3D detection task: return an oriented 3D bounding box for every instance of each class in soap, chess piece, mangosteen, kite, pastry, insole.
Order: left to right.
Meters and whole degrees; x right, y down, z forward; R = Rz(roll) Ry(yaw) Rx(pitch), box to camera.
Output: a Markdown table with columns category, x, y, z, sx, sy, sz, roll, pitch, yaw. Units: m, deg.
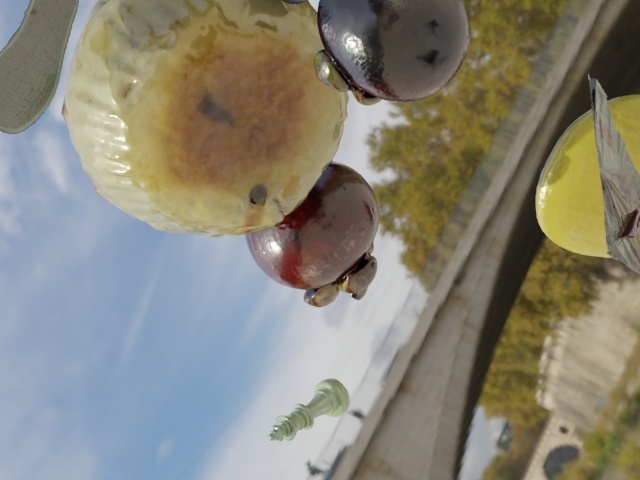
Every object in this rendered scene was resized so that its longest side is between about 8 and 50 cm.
| category | x | y | z | sx | sy | sz | roll | pitch | yaw |
| --- | --- | --- | --- | --- | --- | --- | --- | --- | --- |
| insole | -0.325 | -0.216 | 1.190 | 0.080 | 0.003 | 0.232 | 35 | -126 | -33 |
| pastry | -0.161 | -0.195 | 1.403 | 0.389 | 0.312 | 0.388 | -12 | -61 | -24 |
| chess piece | -0.024 | 0.257 | 1.522 | 0.149 | 0.059 | 0.059 | -27 | -39 | -42 |
| mangosteen | 0.000 | 0.000 | 1.627 | 0.215 | 0.215 | 0.257 | -53 | -54 | -37 |
| mangosteen | 0.063 | -0.192 | 0.983 | 0.152 | 0.152 | 0.152 | -55 | -20 | -32 |
| kite | 0.284 | -0.044 | 0.900 | 0.250 | 0.012 | 0.229 | -38 | -76 | -52 |
| soap | 0.559 | -0.099 | 1.756 | 0.115 | 0.427 | 0.306 | -115 | 37 | -48 |

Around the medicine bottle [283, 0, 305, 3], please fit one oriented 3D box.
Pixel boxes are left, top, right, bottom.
| category | x | y | z | sx | sy | sz | roll | pitch | yaw |
| --- | --- | --- | --- | --- | --- | --- | --- | --- | --- |
| medicine bottle | 0.020 | -0.343 | 1.194 | 0.083 | 0.203 | 0.083 | 10 | -107 | -38 |
